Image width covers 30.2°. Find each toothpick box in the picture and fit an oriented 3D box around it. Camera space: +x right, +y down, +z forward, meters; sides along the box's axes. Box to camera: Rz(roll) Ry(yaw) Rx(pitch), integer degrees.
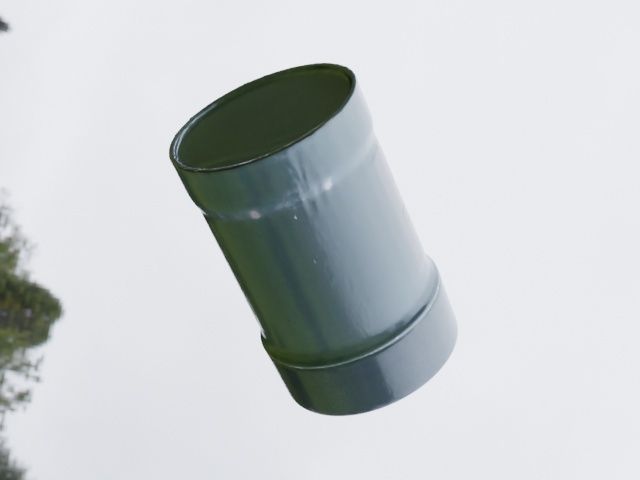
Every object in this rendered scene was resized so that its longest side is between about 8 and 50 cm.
[{"bbox_3d":[0.000,0.000,0.603,0.101,0.153,0.101,-18,-152,10],"label":"toothpick box"}]
